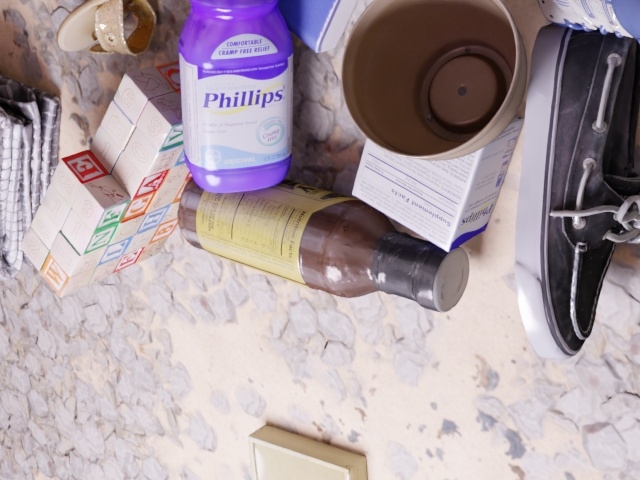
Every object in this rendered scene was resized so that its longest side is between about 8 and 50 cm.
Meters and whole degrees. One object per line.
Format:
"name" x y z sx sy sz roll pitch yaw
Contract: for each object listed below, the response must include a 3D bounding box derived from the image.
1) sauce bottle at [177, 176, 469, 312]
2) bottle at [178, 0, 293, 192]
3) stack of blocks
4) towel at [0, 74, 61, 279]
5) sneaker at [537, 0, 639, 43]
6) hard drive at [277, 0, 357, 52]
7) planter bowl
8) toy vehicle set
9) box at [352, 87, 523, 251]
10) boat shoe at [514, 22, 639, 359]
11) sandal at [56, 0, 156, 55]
"sauce bottle" 0.000 0.000 1.250 0.344 0.111 0.111 18 119 33
"bottle" -0.087 -0.190 1.192 0.092 0.118 0.282 -121 28 -54
"stack of blocks" -0.226 -0.076 1.372 0.087 0.171 0.297 49 132 14
"towel" -0.477 -0.116 1.614 0.235 0.121 0.283 31 128 30
"sneaker" 0.247 -0.210 0.931 0.296 0.112 0.131 62 149 34
"hard drive" -0.067 -0.374 1.194 0.319 0.040 0.210 43 130 20
"planter bowl" 0.113 -0.143 1.017 0.162 0.109 0.162 -4 81 26
"toy vehicle set" -0.009 0.379 1.469 0.166 0.035 0.266 12 115 38
"box" 0.114 -0.082 1.139 0.126 0.072 0.137 33 126 26
"boat shoe" 0.244 -0.039 1.021 0.105 0.113 0.306 7 97 33
"sandal" -0.227 -0.258 1.351 0.240 0.088 0.079 -34 79 39
